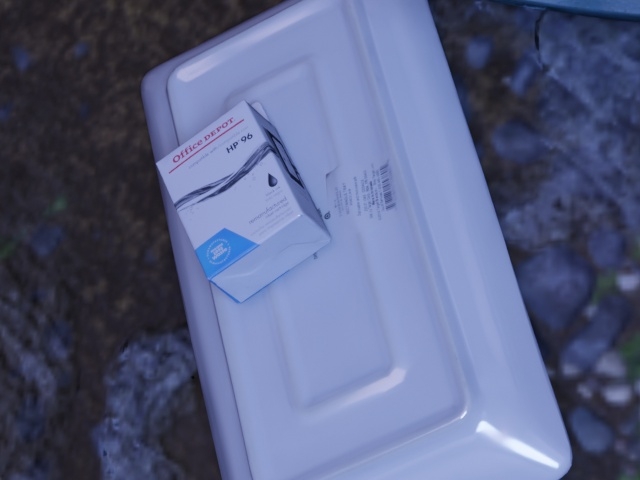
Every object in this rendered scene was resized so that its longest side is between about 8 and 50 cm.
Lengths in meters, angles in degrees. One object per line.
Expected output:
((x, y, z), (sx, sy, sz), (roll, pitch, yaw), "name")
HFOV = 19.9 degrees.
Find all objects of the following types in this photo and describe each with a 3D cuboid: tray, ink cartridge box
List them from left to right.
((-0.035, -0.022, 0.749), (0.048, 0.028, 0.083), (-35, 54, 10), "ink cartridge box")
((0.000, 0.000, 0.756), (0.145, 0.030, 0.270), (-25, 57, 16), "tray")

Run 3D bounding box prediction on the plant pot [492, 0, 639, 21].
((0.111, -0.215, 0.671), (0.272, 0.272, 0.255), (10, 92, 29), "plant pot")
